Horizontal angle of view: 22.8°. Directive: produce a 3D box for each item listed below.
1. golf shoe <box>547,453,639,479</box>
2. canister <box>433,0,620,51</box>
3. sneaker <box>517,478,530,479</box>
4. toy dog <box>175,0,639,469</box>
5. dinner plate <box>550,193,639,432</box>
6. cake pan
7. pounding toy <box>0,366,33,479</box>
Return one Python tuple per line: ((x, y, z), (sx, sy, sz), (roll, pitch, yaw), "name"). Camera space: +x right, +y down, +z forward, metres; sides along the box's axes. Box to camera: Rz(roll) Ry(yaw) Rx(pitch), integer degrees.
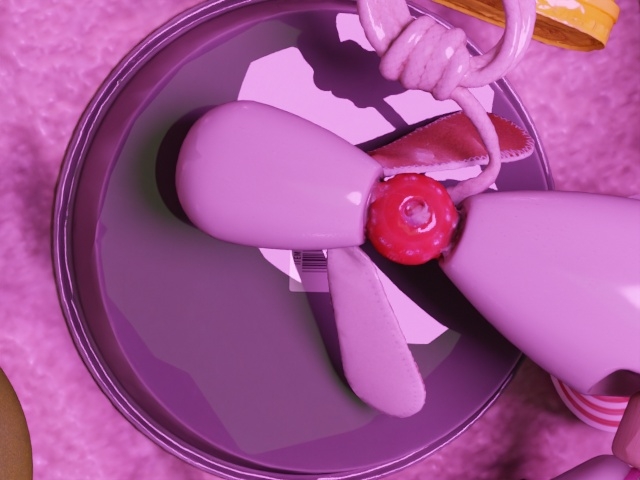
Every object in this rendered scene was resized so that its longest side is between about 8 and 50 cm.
((0.027, 0.181, 0.849), (0.306, 0.115, 0.140), (-32, 85, 9), "golf shoe")
((0.126, -0.206, 0.886), (0.126, 0.073, 0.170), (19, 88, -12), "canister")
((0.186, 0.254, 0.922), (0.100, 0.108, 0.271), (-41, 84, 12), "sneaker")
((0.105, 0.010, 0.820), (0.334, 0.161, 0.220), (40, 87, 7), "toy dog")
((0.180, 0.041, 0.923), (0.141, 0.017, 0.141), (-6, 102, -30), "dinner plate")
((0.000, 0.000, 0.884), (0.293, 0.054, 0.293), (-1, 94, -10), "cake pan")
((-0.232, 0.110, 0.767), (0.237, 0.110, 0.183), (-23, 86, -37), "pounding toy")
